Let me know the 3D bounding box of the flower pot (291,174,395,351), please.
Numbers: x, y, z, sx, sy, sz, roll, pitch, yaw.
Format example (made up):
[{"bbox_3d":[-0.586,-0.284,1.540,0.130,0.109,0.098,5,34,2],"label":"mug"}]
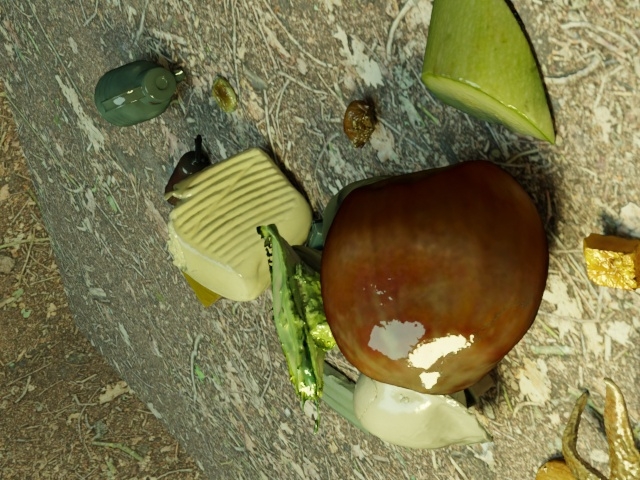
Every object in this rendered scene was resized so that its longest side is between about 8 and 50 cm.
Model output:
[{"bbox_3d":[0.082,0.057,1.917,0.307,0.244,0.307,43,151,31],"label":"flower pot"}]

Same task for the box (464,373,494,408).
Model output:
[{"bbox_3d":[0.262,0.248,1.994,0.122,0.062,0.089,57,154,9],"label":"box"}]

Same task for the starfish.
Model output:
[{"bbox_3d":[0.521,0.383,1.615,0.398,0.132,0.384,42,145,26],"label":"starfish"}]

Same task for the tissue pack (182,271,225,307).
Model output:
[{"bbox_3d":[-0.252,0.040,2.621,0.192,0.134,0.271,59,154,4],"label":"tissue pack"}]

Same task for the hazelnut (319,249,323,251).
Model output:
[{"bbox_3d":[0.008,0.113,2.196,0.208,0.208,0.208,42,149,33],"label":"hazelnut"}]

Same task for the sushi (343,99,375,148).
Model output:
[{"bbox_3d":[0.072,-0.206,1.880,0.060,0.061,0.118,40,169,20],"label":"sushi"}]

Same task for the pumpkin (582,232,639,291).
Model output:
[{"bbox_3d":[0.414,0.029,1.504,0.083,0.054,0.074,9,131,32],"label":"pumpkin"}]

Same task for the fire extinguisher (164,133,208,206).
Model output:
[{"bbox_3d":[-0.325,-0.169,2.618,0.268,0.072,0.089,134,137,-64],"label":"fire extinguisher"}]

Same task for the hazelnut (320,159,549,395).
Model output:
[{"bbox_3d":[0.179,0.052,1.622,0.366,0.365,0.366,42,149,33],"label":"hazelnut"}]

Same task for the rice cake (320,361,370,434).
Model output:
[{"bbox_3d":[0.042,0.358,2.526,0.237,0.043,0.127,28,138,47],"label":"rice cake"}]

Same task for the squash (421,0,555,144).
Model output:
[{"bbox_3d":[0.242,-0.273,1.543,0.237,0.155,0.204,26,175,47],"label":"squash"}]

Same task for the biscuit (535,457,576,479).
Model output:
[{"bbox_3d":[0.454,0.448,1.889,0.224,0.033,0.145,-6,109,62],"label":"biscuit"}]

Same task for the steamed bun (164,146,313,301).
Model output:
[{"bbox_3d":[-0.171,-0.014,2.285,0.273,0.290,0.272,45,165,12],"label":"steamed bun"}]

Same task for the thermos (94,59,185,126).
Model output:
[{"bbox_3d":[-0.438,-0.345,2.507,0.286,0.182,0.145,0,115,63],"label":"thermos"}]

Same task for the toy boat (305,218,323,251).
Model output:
[{"bbox_3d":[0.000,0.000,2.217,0.141,0.055,0.060,111,148,-60],"label":"toy boat"}]

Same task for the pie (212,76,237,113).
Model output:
[{"bbox_3d":[-0.208,-0.313,2.307,0.084,0.020,0.084,41,148,33],"label":"pie"}]

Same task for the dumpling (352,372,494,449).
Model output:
[{"bbox_3d":[0.185,0.306,1.935,0.260,0.181,0.341,32,137,7],"label":"dumpling"}]

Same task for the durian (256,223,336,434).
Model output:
[{"bbox_3d":[-0.026,0.130,1.765,0.132,0.106,0.375,-52,48,52],"label":"durian"}]
